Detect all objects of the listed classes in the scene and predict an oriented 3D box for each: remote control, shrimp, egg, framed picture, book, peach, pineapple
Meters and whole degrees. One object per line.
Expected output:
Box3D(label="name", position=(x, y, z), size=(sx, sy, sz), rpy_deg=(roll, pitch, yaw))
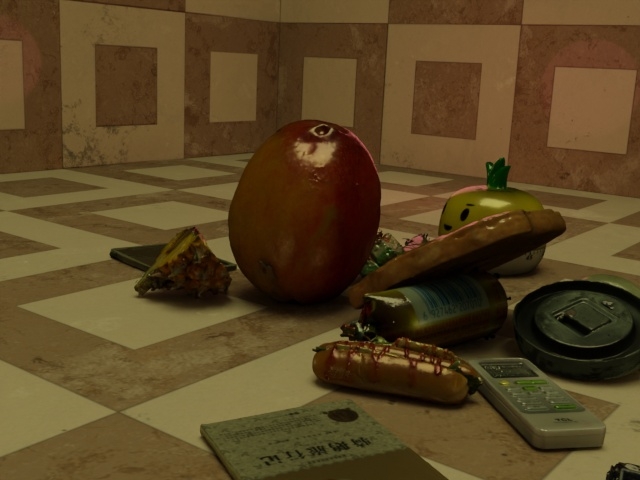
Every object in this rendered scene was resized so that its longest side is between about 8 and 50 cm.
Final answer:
Box3D(label="remote control", position=(0.294, 0.222, 1.127), size=(0.103, 0.034, 0.250), rpy_deg=(1, 12, -10))
Box3D(label="shrimp", position=(0.180, 0.011, 2.038), size=(0.198, 0.051, 0.262), rpy_deg=(6, 16, 18))
Box3D(label="egg", position=(0.522, 0.119, 1.459), size=(0.152, 0.114, 0.114), rpy_deg=(11, 15, 36))
Box3D(label="framed picture", position=(-0.340, 0.041, 1.846), size=(0.189, 0.023, 0.260), rpy_deg=(-8, 16, -41))
Box3D(label="book", position=(0.013, 0.261, 0.917), size=(0.217, 0.021, 0.310), rpy_deg=(-3, 13, -27))
Box3D(label="peach", position=(-0.028, -0.062, 1.606), size=(0.290, 0.373, 0.372), rpy_deg=(11, 15, 24))
Box3D(label="pineapple", position=(-0.265, 0.076, 1.583), size=(0.164, 0.140, 0.250), rpy_deg=(-48, 16, -19))

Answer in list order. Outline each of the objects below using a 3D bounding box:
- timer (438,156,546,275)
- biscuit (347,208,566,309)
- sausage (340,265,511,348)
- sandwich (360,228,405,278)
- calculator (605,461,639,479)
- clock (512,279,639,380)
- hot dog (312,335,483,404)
Box3D(label="timer", position=(0.419, -0.069, 1.942), size=(0.285, 0.285, 0.285), rpy_deg=(3, 12, -1))
Box3D(label="biscuit", position=(0.240, 0.031, 1.455), size=(0.385, 0.062, 0.365), rpy_deg=(-28, -14, 32))
Box3D(label="sausage", position=(0.164, 0.133, 1.331), size=(0.317, 0.125, 0.117), rpy_deg=(-9, 20, -34))
Box3D(label="sandwich", position=(0.103, 0.006, 1.786), size=(0.109, 0.160, 0.185), rpy_deg=(-39, 2, 7))
Box3D(label="calculator", position=(0.431, 0.297, 0.822), size=(0.274, 0.028, 0.166), rpy_deg=(8, 13, 23))
Box3D(label="clock", position=(0.432, 0.145, 1.325), size=(0.226, 0.049, 0.226), rpy_deg=(-5, 29, 3))
Box3D(label="hot dog", position=(0.113, 0.183, 1.177), size=(0.250, 0.076, 0.104), rpy_deg=(5, 11, 19))
